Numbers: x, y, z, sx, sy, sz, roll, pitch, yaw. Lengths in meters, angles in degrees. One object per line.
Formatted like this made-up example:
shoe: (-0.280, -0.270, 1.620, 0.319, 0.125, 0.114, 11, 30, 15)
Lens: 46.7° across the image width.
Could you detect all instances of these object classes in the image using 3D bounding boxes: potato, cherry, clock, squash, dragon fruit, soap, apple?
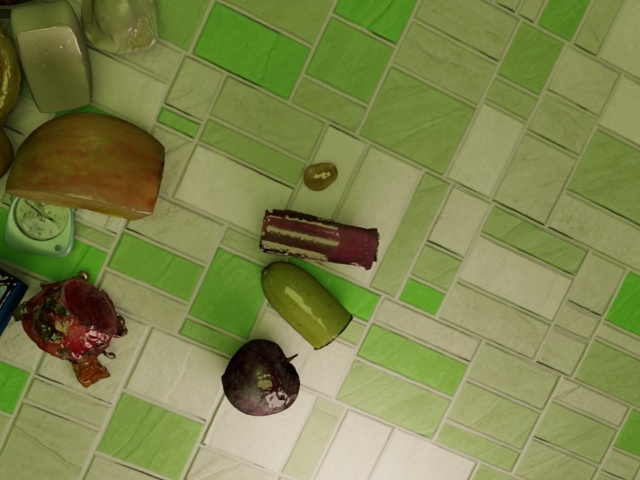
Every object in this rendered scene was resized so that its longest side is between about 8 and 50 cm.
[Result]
potato: (0.001, -0.159, 1.829, 0.083, 0.062, 0.068, -15, 131, 24)
cherry: (-0.148, 0.345, 1.832, 0.195, 0.195, 0.195, -1, 99, -6)
clock: (-0.656, -0.069, 1.765, 0.159, 0.066, 0.211, 11, 97, -9)
squash: (-0.047, 0.145, 1.835, 0.132, 0.132, 0.247, -43, 100, 1)
dragon fruit: (-0.570, 0.181, 1.754, 0.282, 0.211, 0.147, 33, 101, -36)
soap: (0.000, 0.000, 1.794, 0.289, 0.182, 0.112, 11, 95, -2)
apple: (-0.524, -0.156, 1.670, 0.309, 0.314, 0.252, 17, 128, -22)

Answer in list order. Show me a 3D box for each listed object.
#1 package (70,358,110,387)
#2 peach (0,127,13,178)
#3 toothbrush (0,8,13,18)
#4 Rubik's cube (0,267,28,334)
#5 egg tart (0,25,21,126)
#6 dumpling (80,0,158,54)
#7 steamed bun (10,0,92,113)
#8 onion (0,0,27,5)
package: (-0.580, 0.312, 1.847, 0.077, 0.033, 0.111, -27, 105, -12)
peach: (-0.766, -0.190, 1.612, 0.179, 0.103, 0.179, -12, 133, -13)
toothbrush: (-0.704, -0.499, 1.629, 0.297, 0.030, 0.030, -12, 89, -45)
Rubik's cube: (-0.832, 0.141, 1.656, 0.250, 0.246, 0.248, 31, 74, -10)
egg tart: (-0.820, -0.368, 1.672, 0.318, 0.128, 0.319, -1, 97, -5)
dumpling: (-0.469, -0.540, 1.693, 0.179, 0.131, 0.252, -18, 89, 19)
steamed bun: (-0.595, -0.420, 1.652, 0.146, 0.164, 0.242, -12, 138, -12)
onion: (-0.729, -0.616, 1.628, 0.348, 0.159, 0.267, -28, 88, -3)
